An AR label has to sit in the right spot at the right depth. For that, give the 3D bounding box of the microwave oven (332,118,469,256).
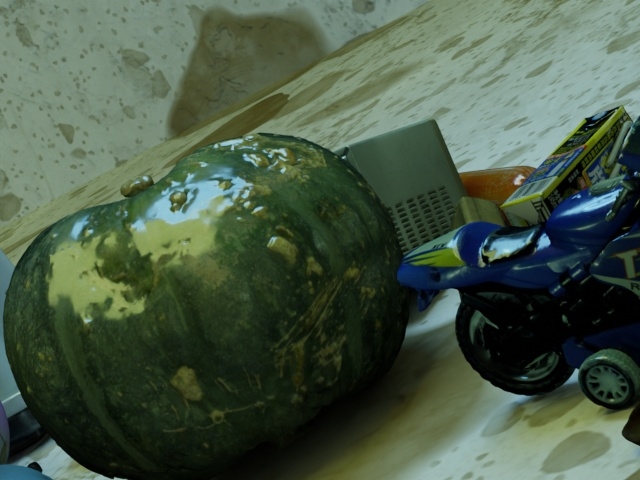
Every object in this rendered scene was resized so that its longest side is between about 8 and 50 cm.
[{"bbox_3d":[0.000,0.000,1.708,0.240,0.145,0.194,-22,3,36],"label":"microwave oven"}]

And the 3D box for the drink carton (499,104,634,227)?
[{"bbox_3d":[0.228,-0.047,1.554,0.056,0.071,0.165,-14,22,45],"label":"drink carton"}]

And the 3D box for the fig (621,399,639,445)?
[{"bbox_3d":[0.249,0.026,0.987,0.249,0.186,0.204,-37,30,10],"label":"fig"}]

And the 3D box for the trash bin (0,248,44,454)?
[{"bbox_3d":[-0.442,0.070,2.028,0.296,0.368,0.256,-28,12,13],"label":"trash bin"}]

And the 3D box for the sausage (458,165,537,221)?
[{"bbox_3d":[0.139,-0.042,1.794,0.053,0.053,0.348,-36,13,-20],"label":"sausage"}]

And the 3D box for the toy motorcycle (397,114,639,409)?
[{"bbox_3d":[0.191,0.011,1.185,0.315,0.169,0.113,-20,18,40],"label":"toy motorcycle"}]

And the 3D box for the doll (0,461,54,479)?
[{"bbox_3d":[-0.260,0.255,1.403,0.177,0.141,0.314,-58,7,-4],"label":"doll"}]

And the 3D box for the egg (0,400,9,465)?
[{"bbox_3d":[-0.430,0.231,1.793,0.196,0.196,0.271,-15,30,53],"label":"egg"}]

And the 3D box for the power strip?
[{"bbox_3d":[0.139,0.023,1.509,0.044,0.064,0.305,10,14,-2],"label":"power strip"}]

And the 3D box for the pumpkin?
[{"bbox_3d":[-0.089,0.057,1.484,0.327,0.257,0.291,-29,0,19],"label":"pumpkin"}]
